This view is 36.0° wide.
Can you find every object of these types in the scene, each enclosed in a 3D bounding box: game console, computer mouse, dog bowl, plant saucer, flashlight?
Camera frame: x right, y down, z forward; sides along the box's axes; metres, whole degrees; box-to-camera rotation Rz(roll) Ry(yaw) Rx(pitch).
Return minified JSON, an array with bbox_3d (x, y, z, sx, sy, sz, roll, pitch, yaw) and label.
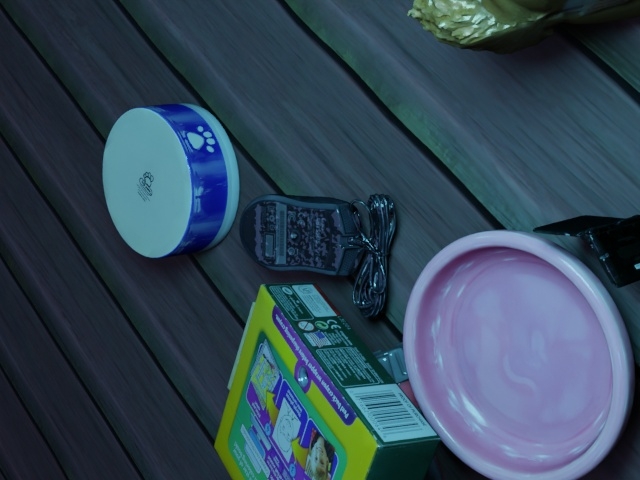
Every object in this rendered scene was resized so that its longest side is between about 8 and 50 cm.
[{"bbox_3d":[0.325,0.010,1.140,0.071,0.122,0.107,-39,72,43],"label":"game console"},{"bbox_3d":[0.000,0.000,1.505,0.272,0.072,0.189,13,105,30],"label":"computer mouse"},{"bbox_3d":[-0.264,-0.104,1.713,0.265,0.104,0.265,11,107,43],"label":"dog bowl"},{"bbox_3d":[0.257,0.147,1.264,0.332,0.084,0.332,11,107,42],"label":"plant saucer"},{"bbox_3d":[0.141,0.300,1.406,0.304,0.103,0.103,70,160,2],"label":"flashlight"}]

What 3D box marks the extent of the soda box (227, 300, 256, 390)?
[{"bbox_3d":[-0.096,0.185,1.639,0.061,0.058,0.181,38,123,33],"label":"soda box"}]

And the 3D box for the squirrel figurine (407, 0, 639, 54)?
[{"bbox_3d":[0.227,-0.415,1.055,0.397,0.281,0.371,-24,75,42],"label":"squirrel figurine"}]

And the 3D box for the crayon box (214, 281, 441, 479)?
[{"bbox_3d":[-0.009,0.287,1.388,0.363,0.106,0.313,50,131,48],"label":"crayon box"}]
